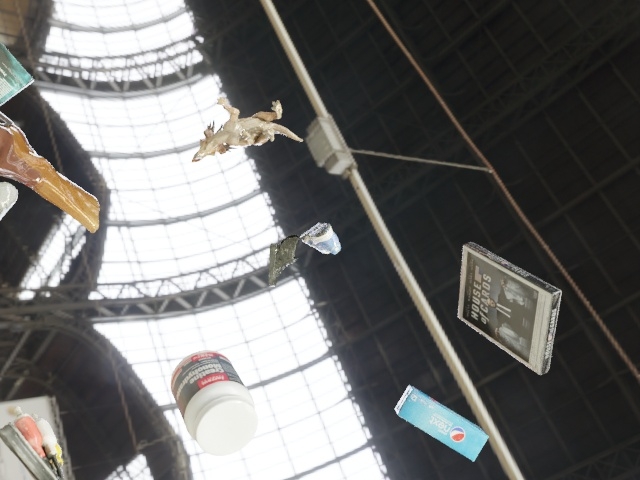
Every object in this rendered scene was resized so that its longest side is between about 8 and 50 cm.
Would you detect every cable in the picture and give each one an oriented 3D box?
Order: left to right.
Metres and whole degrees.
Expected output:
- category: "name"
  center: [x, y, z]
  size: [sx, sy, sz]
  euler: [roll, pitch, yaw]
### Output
- category: "cable"
  center: [-0.440, 0.383, 1.119]
  size: [0.287, 0.072, 0.139]
  euler: [32, -27, 31]

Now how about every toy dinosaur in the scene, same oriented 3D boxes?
- category: "toy dinosaur"
  center: [-0.209, -0.299, 1.861]
  size: [0.200, 0.296, 0.127]
  euler: [145, -62, -67]

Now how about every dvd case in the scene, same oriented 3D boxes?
- category: "dvd case"
  center: [0.361, 0.127, 1.314]
  size: [0.239, 0.030, 0.179]
  euler: [36, -46, 51]

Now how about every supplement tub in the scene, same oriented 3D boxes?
- category: "supplement tub"
  center: [-0.293, 0.440, 1.838]
  size: [0.272, 0.191, 0.191]
  euler: [39, -62, 58]

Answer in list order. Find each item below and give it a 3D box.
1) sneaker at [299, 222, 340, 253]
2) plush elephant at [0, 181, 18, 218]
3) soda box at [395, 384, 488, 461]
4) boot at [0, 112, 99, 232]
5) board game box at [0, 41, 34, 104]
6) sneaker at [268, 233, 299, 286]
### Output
- category: "sneaker"
  center: [0.000, 0.000, 1.922]
  size: [0.081, 0.080, 0.211]
  euler: [53, -6, -11]
- category: "plush elephant"
  center: [-0.994, -0.068, 1.724]
  size: [0.330, 0.255, 0.272]
  euler: [-34, -160, 44]
- category: "soda box"
  center: [0.285, 0.431, 1.588]
  size: [0.210, 0.067, 0.071]
  euler: [31, -91, 1]
- category: "boot"
  center: [-0.544, -0.102, 1.274]
  size: [0.096, 0.280, 0.264]
  euler: [-43, -150, -2]
- category: "board game box"
  center: [-0.610, -0.314, 1.153]
  size: [0.186, 0.126, 0.026]
  euler: [52, -16, -18]
- category: "sneaker"
  center: [-0.111, 0.063, 2.031]
  size: [0.051, 0.089, 0.170]
  euler: [-90, -178, -69]
